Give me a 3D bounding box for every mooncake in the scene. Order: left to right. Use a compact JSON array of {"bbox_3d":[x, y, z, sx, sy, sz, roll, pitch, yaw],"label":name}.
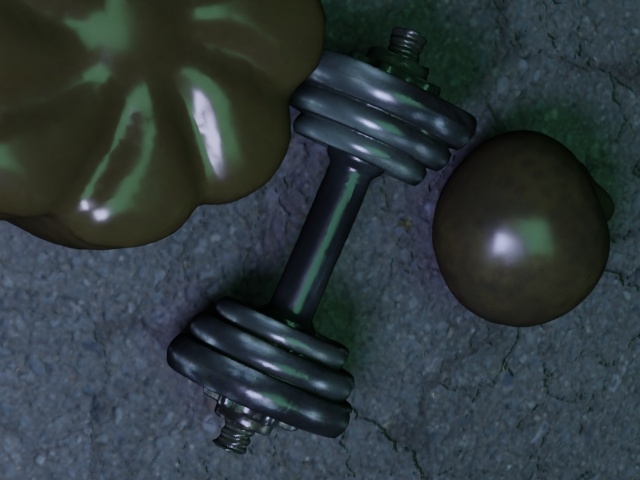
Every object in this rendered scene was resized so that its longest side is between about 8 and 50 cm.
[{"bbox_3d":[-0.182,-0.174,1.462,0.378,0.201,0.378,-6,103,-25],"label":"mooncake"}]

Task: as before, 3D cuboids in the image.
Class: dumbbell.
[{"bbox_3d":[0.000,0.000,1.595,0.179,0.179,0.406,24,91,-27],"label":"dumbbell"}]

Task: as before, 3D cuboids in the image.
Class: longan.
[{"bbox_3d":[0.199,-0.014,1.698,0.204,0.159,0.185,-18,108,-35],"label":"longan"}]
